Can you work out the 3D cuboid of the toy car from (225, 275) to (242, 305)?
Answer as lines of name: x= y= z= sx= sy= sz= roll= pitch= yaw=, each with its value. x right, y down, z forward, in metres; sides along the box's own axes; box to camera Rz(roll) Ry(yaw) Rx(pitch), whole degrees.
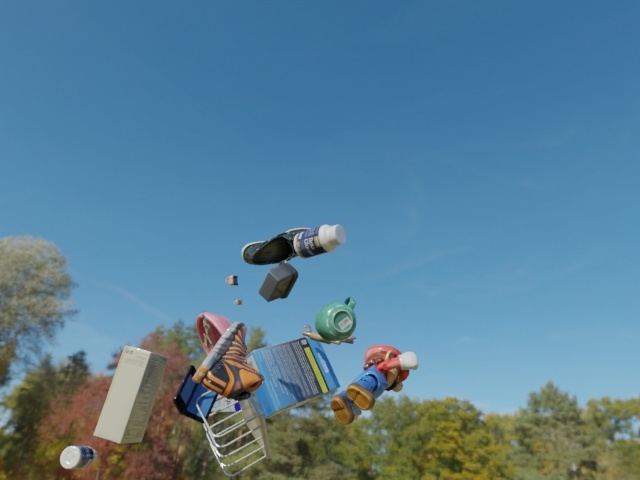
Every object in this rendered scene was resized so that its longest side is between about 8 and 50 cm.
toy car: x=-0.307 y=0.178 z=1.826 sx=0.040 sy=0.122 sz=0.060 roll=-5 pitch=11 yaw=6

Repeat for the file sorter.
file sorter: x=-0.299 y=0.644 z=1.793 sx=0.173 sy=0.193 sz=0.278 roll=-24 pitch=-46 yaw=-23

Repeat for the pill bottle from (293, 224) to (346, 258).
pill bottle: x=0.000 y=0.000 z=1.775 sx=0.169 sy=0.094 sz=0.094 roll=-17 pitch=-34 yaw=34

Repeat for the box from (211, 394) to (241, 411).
box: x=-0.372 y=0.593 z=2.005 sx=0.137 sy=0.126 sz=0.072 roll=2 pitch=-17 yaw=-8

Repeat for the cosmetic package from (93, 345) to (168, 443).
cosmetic package: x=-0.662 y=0.543 z=1.842 sx=0.113 sy=0.310 sz=0.160 roll=12 pitch=-18 yaw=12

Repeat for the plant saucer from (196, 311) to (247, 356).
plant saucer: x=-0.424 y=0.455 z=2.287 sx=0.084 sy=0.332 sz=0.332 roll=-28 pitch=-9 yaw=-34

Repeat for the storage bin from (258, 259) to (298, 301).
storage bin: x=-0.156 y=0.143 z=1.800 sx=0.091 sy=0.098 sz=0.135 roll=-21 pitch=-34 yaw=-53

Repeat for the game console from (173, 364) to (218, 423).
game console: x=-0.406 y=0.506 z=1.722 sx=0.085 sy=0.144 sz=0.124 roll=4 pitch=-47 yaw=15

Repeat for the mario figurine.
mario figurine: x=0.172 y=0.414 z=1.474 sx=0.198 sy=0.170 sz=0.320 roll=-4 pitch=11 yaw=32

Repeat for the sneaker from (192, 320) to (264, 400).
sneaker: x=-0.250 y=0.376 z=1.576 sx=0.180 sy=0.321 sz=0.125 roll=34 pitch=-67 yaw=-2

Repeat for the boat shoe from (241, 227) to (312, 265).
boat shoe: x=-0.152 y=0.031 z=2.168 sx=0.340 sy=0.127 sz=0.113 roll=-10 pitch=14 yaw=-22

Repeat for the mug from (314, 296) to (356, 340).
mug: x=0.058 y=0.261 z=1.762 sx=0.129 sy=0.158 sz=0.097 roll=11 pitch=-14 yaw=-19

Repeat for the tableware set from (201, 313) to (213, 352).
tableware set: x=-0.462 y=0.382 z=2.119 sx=0.020 sy=0.169 sz=0.141 roll=-11 pitch=13 yaw=-21

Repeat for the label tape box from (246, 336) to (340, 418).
label tape box: x=-0.115 y=0.541 z=2.107 sx=0.347 sy=0.249 sz=0.115 roll=-4 pitch=-30 yaw=-46

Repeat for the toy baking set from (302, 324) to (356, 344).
toy baking set: x=0.021 y=0.373 z=2.043 sx=0.256 sy=0.030 sz=0.196 roll=9 pitch=-2 yaw=24

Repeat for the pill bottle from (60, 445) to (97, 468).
pill bottle: x=-0.756 y=0.683 z=1.642 sx=0.067 sy=0.067 sz=0.120 roll=0 pitch=-22 yaw=8
